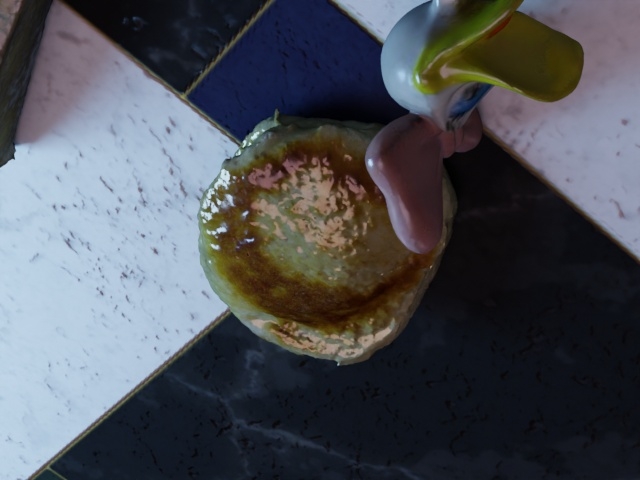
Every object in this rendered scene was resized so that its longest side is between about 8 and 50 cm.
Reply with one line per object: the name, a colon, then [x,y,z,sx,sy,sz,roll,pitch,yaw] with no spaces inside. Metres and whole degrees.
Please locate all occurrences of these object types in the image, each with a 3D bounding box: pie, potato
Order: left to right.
potato: [-0.256,-0.145,0.889,0.120,0.100,0.261,26,133,-3]
pie: [0.000,0.000,0.929,0.178,0.084,0.205,24,131,0]

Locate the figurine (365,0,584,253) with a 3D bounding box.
figurine: [0.050,-0.195,0.696,0.193,0.154,0.421,-5,126,31]
